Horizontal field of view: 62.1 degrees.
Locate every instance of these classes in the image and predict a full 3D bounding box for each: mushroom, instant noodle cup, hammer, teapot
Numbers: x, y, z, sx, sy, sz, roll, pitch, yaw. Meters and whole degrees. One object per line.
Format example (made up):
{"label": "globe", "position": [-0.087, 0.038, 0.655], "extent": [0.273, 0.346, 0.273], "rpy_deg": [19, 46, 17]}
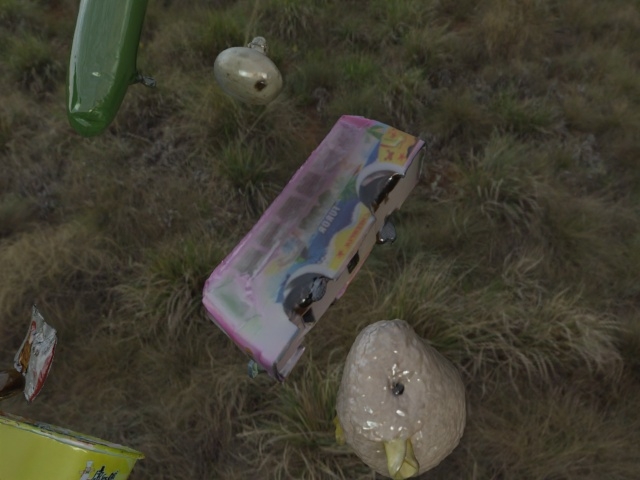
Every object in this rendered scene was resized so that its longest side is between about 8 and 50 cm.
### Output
{"label": "mushroom", "position": [-0.518, 0.236, 0.811], "extent": [0.123, 0.123, 0.052], "rpy_deg": [-25, 86, -22]}
{"label": "instant noodle cup", "position": [-0.381, 0.335, 0.670], "extent": [0.264, 0.264, 0.200], "rpy_deg": [10, 65, 11]}
{"label": "mushroom", "position": [-0.081, -0.206, 0.631], "extent": [0.085, 0.085, 0.079], "rpy_deg": [17, 81, 17]}
{"label": "hammer", "position": [-0.145, -0.245, 0.425], "extent": [0.118, 0.336, 0.206], "rpy_deg": [13, 5, -12]}
{"label": "teapot", "position": [-0.154, 0.299, 1.330], "extent": [0.066, 0.057, 0.088], "rpy_deg": [16, 50, 26]}

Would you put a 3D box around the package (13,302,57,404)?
{"label": "package", "position": [-0.643, 0.249, 1.197], "extent": [0.239, 0.030, 0.154], "rpy_deg": [22, 91, 47]}

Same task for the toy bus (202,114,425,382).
{"label": "toy bus", "position": [0.000, 0.000, 0.538], "extent": [0.112, 0.090, 0.274], "rpy_deg": [30, 68, 16]}

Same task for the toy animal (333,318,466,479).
{"label": "toy animal", "position": [0.139, 0.284, 0.908], "extent": [0.188, 0.358, 0.227], "rpy_deg": [6, 63, 45]}
